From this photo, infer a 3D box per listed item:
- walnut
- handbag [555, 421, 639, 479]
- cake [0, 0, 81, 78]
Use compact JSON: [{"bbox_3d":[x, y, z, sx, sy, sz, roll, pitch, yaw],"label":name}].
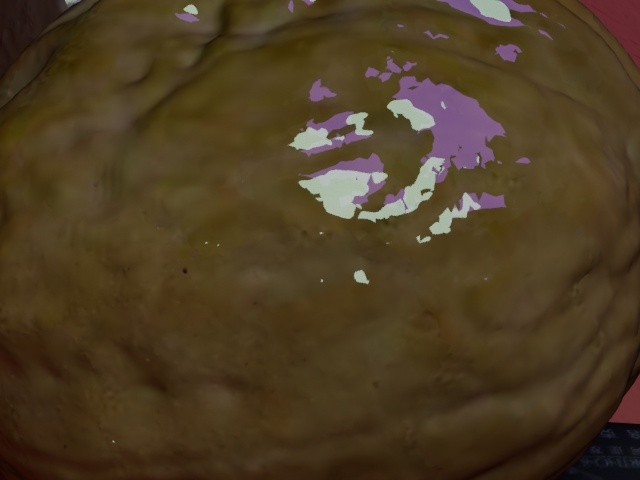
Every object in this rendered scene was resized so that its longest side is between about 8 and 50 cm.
[{"bbox_3d":[0.000,-0.004,0.842,0.344,0.306,0.306,-6,40,7],"label":"walnut"},{"bbox_3d":[0.217,0.224,0.902,0.302,0.178,0.275,5,51,-14],"label":"handbag"},{"bbox_3d":[-0.085,-0.188,1.119,0.237,0.230,0.308,10,68,-26],"label":"cake"}]
